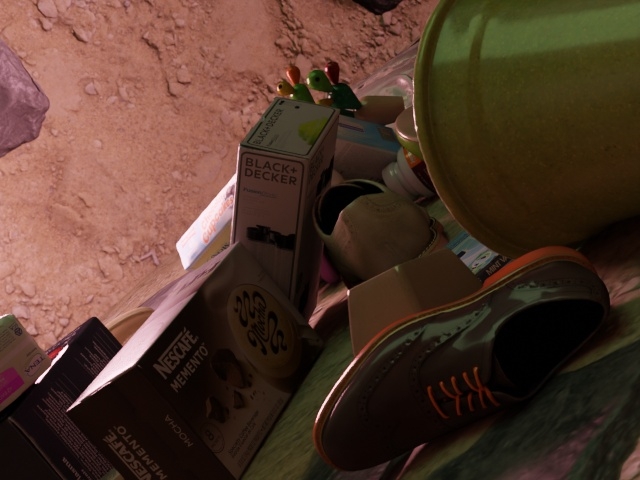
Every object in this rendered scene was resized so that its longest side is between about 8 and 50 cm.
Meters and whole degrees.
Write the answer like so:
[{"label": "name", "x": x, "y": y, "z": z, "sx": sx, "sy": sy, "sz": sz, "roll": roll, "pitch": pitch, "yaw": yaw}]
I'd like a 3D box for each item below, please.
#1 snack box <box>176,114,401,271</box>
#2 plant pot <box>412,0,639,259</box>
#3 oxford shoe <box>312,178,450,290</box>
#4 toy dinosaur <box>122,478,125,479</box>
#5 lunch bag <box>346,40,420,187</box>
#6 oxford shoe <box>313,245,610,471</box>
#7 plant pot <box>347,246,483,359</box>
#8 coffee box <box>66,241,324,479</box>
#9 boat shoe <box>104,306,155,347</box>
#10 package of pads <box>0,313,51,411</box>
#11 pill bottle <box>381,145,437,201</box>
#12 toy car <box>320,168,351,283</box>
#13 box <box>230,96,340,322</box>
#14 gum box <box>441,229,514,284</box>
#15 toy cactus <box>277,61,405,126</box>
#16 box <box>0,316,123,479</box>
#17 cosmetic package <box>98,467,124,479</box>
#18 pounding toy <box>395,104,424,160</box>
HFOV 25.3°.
[{"label": "snack box", "x": -0.048, "y": -0.059, "z": 2.090, "sx": 0.187, "sy": 0.060, "sz": 0.322, "roll": 11, "pitch": -45, "yaw": -40}, {"label": "plant pot", "x": 0.265, "y": -0.128, "z": 1.222, "sx": 0.254, "sy": 0.276, "sz": 0.276, "roll": -9, "pitch": 30, "yaw": 51}, {"label": "oxford shoe", "x": 0.062, "y": -0.020, "z": 1.735, "sx": 0.140, "sy": 0.146, "sz": 0.397, "roll": -42, "pitch": 8, "yaw": -5}, {"label": "toy dinosaur", "x": -0.260, "y": 0.331, "z": 1.630, "sx": 0.211, "sy": 0.064, "sz": 0.112, "roll": -31, "pitch": -10, "yaw": -7}, {"label": "lunch bag", "x": 0.110, "y": -0.166, "z": 2.229, "sx": 0.235, "sy": 0.169, "sz": 0.287, "roll": -31, "pitch": 19, "yaw": 31}, {"label": "oxford shoe", "x": 0.108, "y": 0.103, "z": 1.136, "sx": 0.271, "sy": 0.097, "sz": 0.098, "roll": -38, "pitch": 15, "yaw": 8}, {"label": "plant pot", "x": 0.087, "y": 0.068, "z": 1.267, "sx": 0.109, "sy": 0.096, "sz": 0.109, "roll": -19, "pitch": -7, "yaw": -43}, {"label": "coffee box", "x": -0.131, "y": 0.151, "z": 1.601, "sx": 0.119, "sy": 0.168, "sz": 0.297, "roll": -34, "pitch": 10, "yaw": 31}, {"label": "boat shoe", "x": -0.332, "y": 0.237, "z": 2.225, "sx": 0.110, "sy": 0.121, "sz": 0.341, "roll": 14, "pitch": 46, "yaw": 31}, {"label": "package of pads", "x": -0.488, "y": 0.214, "z": 1.800, "sx": 0.229, "sy": 0.101, "sz": 0.296, "roll": -43, "pitch": 10, "yaw": -29}, {"label": "pill bottle", "x": 0.164, "y": -0.116, "z": 2.003, "sx": 0.152, "sy": 0.086, "sz": 0.086, "roll": -36, "pitch": 10, "yaw": 21}, {"label": "toy car", "x": 0.000, "y": 0.000, "z": 1.994, "sx": 0.182, "sy": 0.159, "sz": 0.136, "roll": -36, "pitch": 47, "yaw": 3}, {"label": "box", "x": -0.050, "y": -0.012, "z": 1.767, "sx": 0.169, "sy": 0.087, "sz": 0.289, "roll": -60, "pitch": -20, "yaw": -61}, {"label": "gum box", "x": 0.151, "y": 0.034, "z": 1.456, "sx": 0.157, "sy": 0.041, "sz": 0.184, "roll": -40, "pitch": 8, "yaw": -6}, {"label": "toy cactus", "x": 0.031, "y": -0.186, "z": 2.084, "sx": 0.181, "sy": 0.219, "sz": 0.112, "roll": -8, "pitch": 49, "yaw": -1}, {"label": "box", "x": -0.415, "y": 0.310, "z": 1.913, "sx": 0.343, "sy": 0.179, "sz": 0.312, "roll": -36, "pitch": 11, "yaw": 21}, {"label": "cosmetic package", "x": -0.222, "y": 0.283, "z": 1.717, "sx": 0.115, "sy": 0.041, "sz": 0.060, "roll": -39, "pitch": 8, "yaw": -1}, {"label": "pounding toy", "x": 0.213, "y": -0.111, "z": 1.824, "sx": 0.237, "sy": 0.110, "sz": 0.183, "roll": 13, "pitch": 34, "yaw": 41}]
